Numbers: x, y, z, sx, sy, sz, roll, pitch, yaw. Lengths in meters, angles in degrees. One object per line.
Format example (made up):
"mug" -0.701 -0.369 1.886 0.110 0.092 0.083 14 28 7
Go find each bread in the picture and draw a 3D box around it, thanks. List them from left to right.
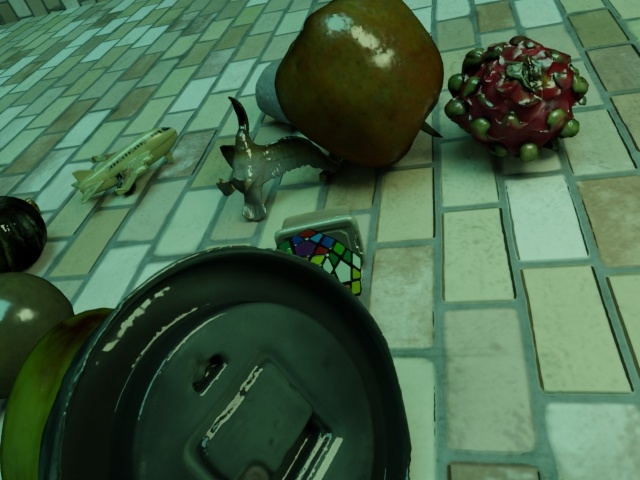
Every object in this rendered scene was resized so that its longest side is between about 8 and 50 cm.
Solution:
"bread" -0.634 -0.051 1.096 0.036 0.047 0.083 30 55 6

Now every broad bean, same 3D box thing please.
"broad bean" 0.053 -0.214 1.026 0.060 0.043 0.297 -10 40 24

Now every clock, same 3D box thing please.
"clock" -0.053 0.166 0.431 0.067 0.325 0.325 -24 26 47

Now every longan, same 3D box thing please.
"longan" -0.435 0.131 0.717 0.187 0.167 0.167 -23 40 -9

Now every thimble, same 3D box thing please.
"thimble" -0.059 -0.329 1.134 0.151 0.127 0.118 -33 43 -25

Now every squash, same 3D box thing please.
"squash" -0.609 -0.008 0.953 0.194 0.155 0.193 7 47 -7

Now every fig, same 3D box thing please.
"fig" -0.190 0.200 0.516 0.240 0.239 0.270 6 76 26

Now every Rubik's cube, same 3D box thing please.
"Rubik's cube" -0.008 0.050 0.691 0.112 0.133 0.133 3 37 -15

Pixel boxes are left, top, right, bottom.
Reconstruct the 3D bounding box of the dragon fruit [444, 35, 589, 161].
"dragon fruit" 0.306 -0.243 0.849 0.219 0.198 0.272 -29 39 0

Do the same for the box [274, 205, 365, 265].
"box" 0.000 0.000 0.770 0.122 0.089 0.062 -12 29 7

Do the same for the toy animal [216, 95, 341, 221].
"toy animal" -0.116 -0.144 0.894 0.273 0.197 0.160 0 53 27

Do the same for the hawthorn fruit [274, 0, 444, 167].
"hawthorn fruit" 0.082 -0.252 0.871 0.301 0.268 0.267 39 55 -4

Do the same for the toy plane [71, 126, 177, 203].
"toy plane" -0.407 -0.161 1.100 0.244 0.092 0.229 -32 39 -17
